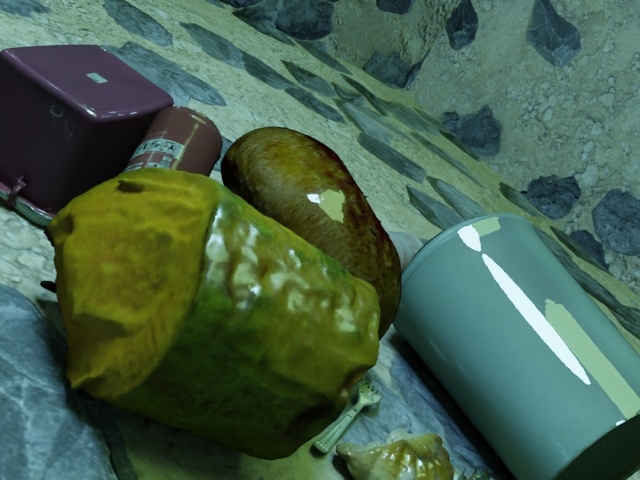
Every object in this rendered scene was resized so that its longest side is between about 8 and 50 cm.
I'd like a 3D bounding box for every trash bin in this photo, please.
[{"bbox_3d":[0.302,0.162,1.206,0.280,0.280,0.432,14,32,-44],"label":"trash bin"}]

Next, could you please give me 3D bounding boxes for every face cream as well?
[{"bbox_3d":[0.089,0.032,1.409,0.101,0.101,0.252,45,24,28],"label":"face cream"}]

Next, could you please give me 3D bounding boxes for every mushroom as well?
[{"bbox_3d":[-0.015,0.002,1.090,0.345,0.239,0.345,-16,90,-77],"label":"mushroom"}]

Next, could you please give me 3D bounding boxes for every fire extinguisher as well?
[{"bbox_3d":[-0.234,-0.042,0.986,0.147,0.106,0.337,42,41,-24],"label":"fire extinguisher"}]

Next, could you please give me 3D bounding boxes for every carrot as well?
[{"bbox_3d":[-0.112,0.073,0.804,0.341,0.241,0.241,29,21,-22],"label":"carrot"}]

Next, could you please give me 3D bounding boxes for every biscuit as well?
[{"bbox_3d":[0.109,0.270,0.956,0.183,0.061,0.118,11,33,-53],"label":"biscuit"}]

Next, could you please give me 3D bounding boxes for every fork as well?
[{"bbox_3d":[0.038,0.220,1.009,0.034,0.028,0.219,44,22,11],"label":"fork"}]

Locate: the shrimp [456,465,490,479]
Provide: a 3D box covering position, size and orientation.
[{"bbox_3d":[0.205,0.358,0.938,0.150,0.051,0.217,38,28,0],"label":"shrimp"}]

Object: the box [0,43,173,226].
[{"bbox_3d":[-0.339,-0.157,1.086,0.193,0.167,0.294,37,20,2],"label":"box"}]
